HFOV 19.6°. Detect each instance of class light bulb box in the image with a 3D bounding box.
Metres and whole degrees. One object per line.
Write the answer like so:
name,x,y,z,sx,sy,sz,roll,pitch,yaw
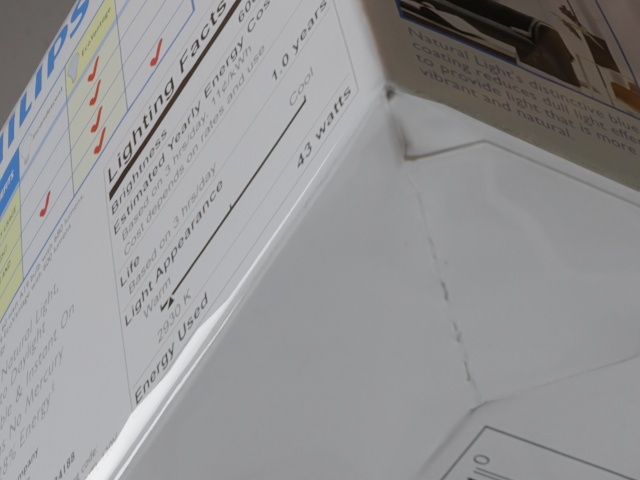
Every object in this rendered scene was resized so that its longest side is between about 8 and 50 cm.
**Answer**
light bulb box,0.000,0.000,0.869,0.225,0.358,0.361,22,-149,-24
